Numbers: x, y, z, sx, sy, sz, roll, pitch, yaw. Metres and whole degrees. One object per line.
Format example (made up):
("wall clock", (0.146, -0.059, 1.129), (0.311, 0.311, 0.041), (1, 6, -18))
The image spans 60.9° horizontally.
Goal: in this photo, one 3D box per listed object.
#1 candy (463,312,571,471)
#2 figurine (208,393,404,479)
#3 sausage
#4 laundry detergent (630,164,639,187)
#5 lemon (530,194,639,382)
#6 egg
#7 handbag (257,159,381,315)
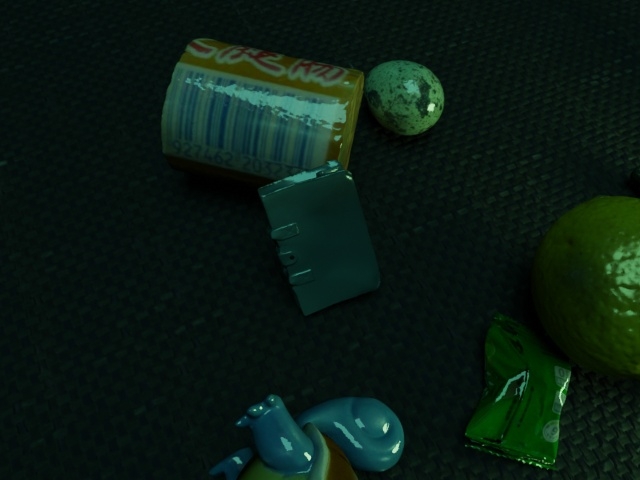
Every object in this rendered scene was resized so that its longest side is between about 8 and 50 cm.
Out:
("candy", (0.294, 0.218, 0.796), (0.141, 0.078, 0.203), (15, 67, 6))
("figurine", (-0.038, 0.340, 0.635), (0.243, 0.298, 0.416), (30, 41, -8))
("sausage", (-0.090, -0.198, 0.919), (0.288, 0.233, 0.233), (13, 61, 5))
("laundry detergent", (0.651, -0.053, 0.965), (0.099, 0.070, 0.225), (-35, 69, -13))
("lemon", (0.438, 0.068, 0.792), (0.268, 0.267, 0.267), (1, 61, -2))
("egg", (0.153, -0.273, 1.028), (0.132, 0.132, 0.172), (-37, 58, -20))
("handbag", (0.000, 0.000, 0.830), (0.144, 0.221, 0.057), (-22, 30, -7))
